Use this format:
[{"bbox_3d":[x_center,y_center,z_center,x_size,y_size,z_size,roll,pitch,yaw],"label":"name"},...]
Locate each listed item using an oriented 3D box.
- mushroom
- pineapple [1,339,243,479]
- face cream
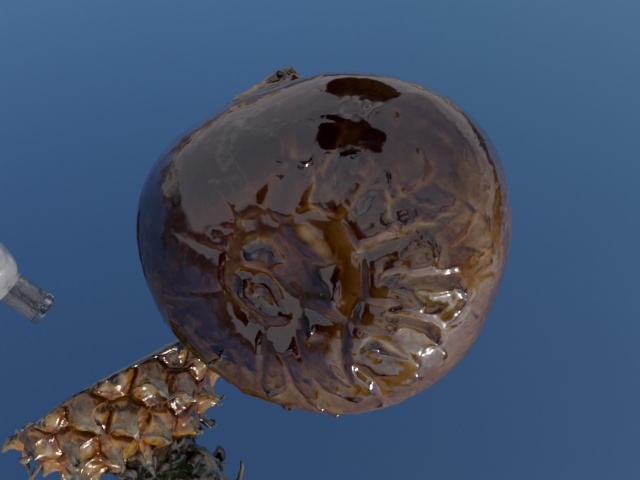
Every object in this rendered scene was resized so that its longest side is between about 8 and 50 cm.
[{"bbox_3d":[-0.008,-0.004,0.499,0.163,0.297,0.278,-13,-99,-64],"label":"mushroom"},{"bbox_3d":[-0.168,0.268,0.738,0.262,0.262,0.272,-28,-92,-31],"label":"pineapple"},{"bbox_3d":[-0.549,0.028,1.032,0.291,0.144,0.071,42,-136,-23],"label":"face cream"}]
